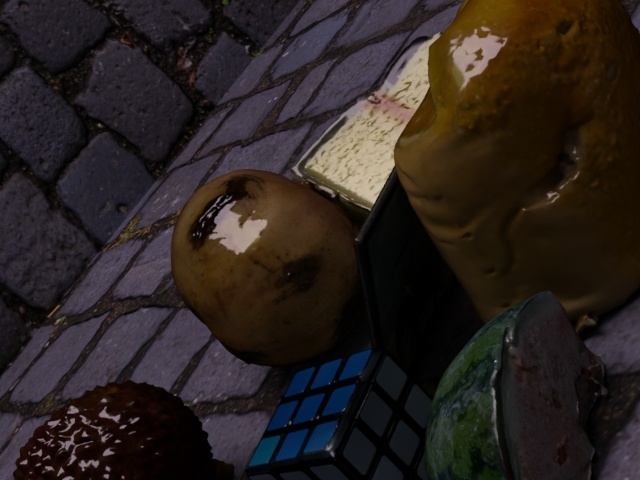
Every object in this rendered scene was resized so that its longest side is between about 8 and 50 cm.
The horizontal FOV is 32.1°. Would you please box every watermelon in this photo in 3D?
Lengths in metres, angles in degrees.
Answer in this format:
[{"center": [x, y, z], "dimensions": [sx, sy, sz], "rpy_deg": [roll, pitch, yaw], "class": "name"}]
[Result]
[{"center": [0.194, 0.207, 1.114], "dimensions": [0.224, 0.180, 0.305], "rpy_deg": [93, -169, -45], "class": "watermelon"}]

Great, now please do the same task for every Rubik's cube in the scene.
[{"center": [0.038, 0.241, 1.286], "dimensions": [0.162, 0.163, 0.160], "rpy_deg": [-20, 32, 45], "class": "Rubik's cube"}]

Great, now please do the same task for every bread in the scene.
[{"center": [0.200, -0.139, 1.644], "dimensions": [0.346, 0.242, 0.405], "rpy_deg": [-50, 18, -6], "class": "bread"}, {"center": [0.266, -0.121, 1.282], "dimensions": [0.250, 0.394, 0.361], "rpy_deg": [-3, 41, 36], "class": "bread"}]

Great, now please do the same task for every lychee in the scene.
[{"center": [-0.270, 0.323, 1.532], "dimensions": [0.304, 0.276, 0.276], "rpy_deg": [-6, 26, 0], "class": "lychee"}]

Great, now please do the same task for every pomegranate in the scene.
[{"center": [-0.077, 0.039, 1.678], "dimensions": [0.322, 0.322, 0.322], "rpy_deg": [-37, 22, 18], "class": "pomegranate"}]

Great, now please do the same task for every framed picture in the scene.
[{"center": [0.114, 0.027, 1.384], "dimensions": [0.016, 0.347, 0.265], "rpy_deg": [13, 50, 22], "class": "framed picture"}]
